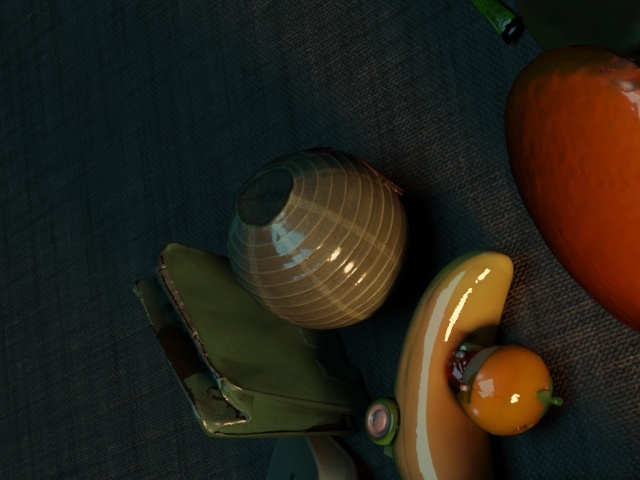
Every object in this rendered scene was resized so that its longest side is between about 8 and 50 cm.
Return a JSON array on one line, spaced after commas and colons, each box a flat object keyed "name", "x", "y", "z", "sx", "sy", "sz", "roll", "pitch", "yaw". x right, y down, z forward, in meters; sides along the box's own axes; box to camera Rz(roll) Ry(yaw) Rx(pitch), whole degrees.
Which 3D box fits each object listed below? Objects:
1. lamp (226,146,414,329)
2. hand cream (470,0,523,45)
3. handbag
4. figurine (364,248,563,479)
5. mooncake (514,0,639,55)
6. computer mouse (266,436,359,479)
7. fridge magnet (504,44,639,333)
[{"name": "lamp", "x": 0.000, "y": 0.000, "z": 2.335, "sx": 0.265, "sy": 0.233, "sz": 0.233, "roll": 15, "pitch": 98, "yaw": 48}, {"name": "hand cream", "x": 0.205, "y": -0.285, "z": 2.258, "sx": 0.036, "sy": 0.023, "sz": 0.122, "roll": -53, "pitch": 48, "yaw": 18}, {"name": "handbag", "x": -0.093, "y": 0.142, "z": 2.389, "sx": 0.100, "sy": 0.274, "sz": 0.269, "roll": -51, "pitch": 52, "yaw": 26}, {"name": "figurine", "x": 0.176, "y": 0.171, "z": 2.167, "sx": 0.222, "sy": 0.124, "sz": 0.324, "roll": 17, "pitch": 96, "yaw": 52}, {"name": "mooncake", "x": 0.342, "y": -0.312, "z": 1.978, "sx": 0.284, "sy": 0.155, "sz": 0.284, "roll": -4, "pitch": 84, "yaw": 51}, {"name": "computer mouse", "x": -0.006, "y": 0.321, "z": 2.426, "sx": 0.128, "sy": 0.079, "sz": 0.231, "roll": -67, "pitch": 25, "yaw": 17}, {"name": "fridge magnet", "x": 0.329, "y": -0.043, "z": 1.878, "sx": 0.363, "sy": 0.155, "sz": 0.363, "roll": 43, "pitch": 154, "yaw": 26}]
